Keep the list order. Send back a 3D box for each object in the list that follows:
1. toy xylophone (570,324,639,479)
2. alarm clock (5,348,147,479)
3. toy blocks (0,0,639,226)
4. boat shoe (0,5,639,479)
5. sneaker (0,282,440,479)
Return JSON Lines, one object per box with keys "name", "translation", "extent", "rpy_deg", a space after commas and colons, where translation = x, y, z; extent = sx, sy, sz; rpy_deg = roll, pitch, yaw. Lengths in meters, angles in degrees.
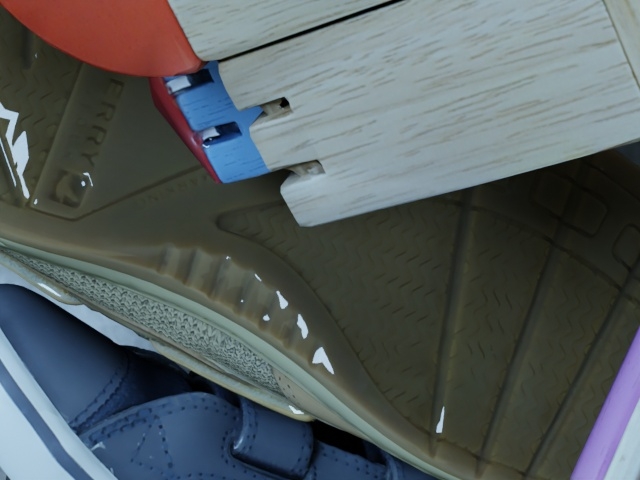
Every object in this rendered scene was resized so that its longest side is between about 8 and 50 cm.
{"name": "toy xylophone", "translation": [0.235, 0.065, 0.383], "extent": [0.322, 0.236, 0.081], "rpy_deg": [17, 167, 10]}
{"name": "alarm clock", "translation": [-0.073, 0.142, 0.699], "extent": [0.129, 0.064, 0.192], "rpy_deg": [-20, 116, 35]}
{"name": "toy blocks", "translation": [-0.040, -0.147, 0.348], "extent": [0.261, 0.191, 0.381], "rpy_deg": [-15, 115, 31]}
{"name": "boat shoe", "translation": [0.000, 0.000, 0.517], "extent": [0.341, 0.122, 0.110], "rpy_deg": [26, 168, 0]}
{"name": "sneaker", "translation": [-0.010, 0.110, 0.586], "extent": [0.127, 0.126, 0.321], "rpy_deg": [-43, 113, -4]}
